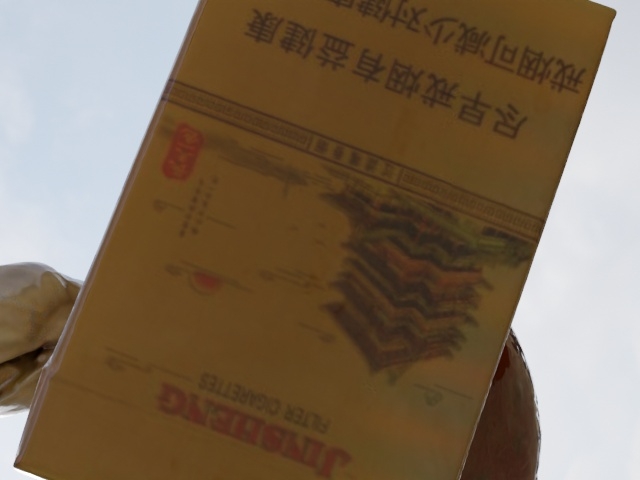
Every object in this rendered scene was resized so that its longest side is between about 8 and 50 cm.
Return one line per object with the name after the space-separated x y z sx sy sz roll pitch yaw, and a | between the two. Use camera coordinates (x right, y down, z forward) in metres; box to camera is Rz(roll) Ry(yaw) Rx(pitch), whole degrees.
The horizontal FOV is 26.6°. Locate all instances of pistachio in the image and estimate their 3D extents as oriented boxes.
-0.331 0.104 1.382 0.157 0.230 0.157 45 -147 -41 | pistachio

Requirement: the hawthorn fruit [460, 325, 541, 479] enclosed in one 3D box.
0.005 0.127 0.892 0.316 0.316 0.316 -46 -34 -44 | hawthorn fruit

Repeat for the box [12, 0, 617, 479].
0.000 0.000 0.589 0.076 0.174 0.274 108 -177 -80 | box
